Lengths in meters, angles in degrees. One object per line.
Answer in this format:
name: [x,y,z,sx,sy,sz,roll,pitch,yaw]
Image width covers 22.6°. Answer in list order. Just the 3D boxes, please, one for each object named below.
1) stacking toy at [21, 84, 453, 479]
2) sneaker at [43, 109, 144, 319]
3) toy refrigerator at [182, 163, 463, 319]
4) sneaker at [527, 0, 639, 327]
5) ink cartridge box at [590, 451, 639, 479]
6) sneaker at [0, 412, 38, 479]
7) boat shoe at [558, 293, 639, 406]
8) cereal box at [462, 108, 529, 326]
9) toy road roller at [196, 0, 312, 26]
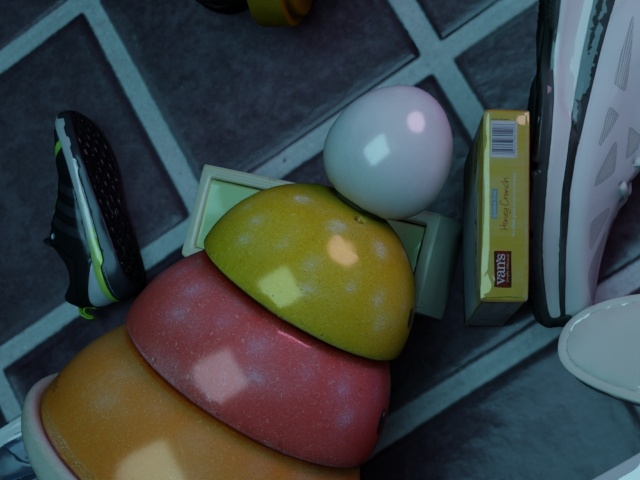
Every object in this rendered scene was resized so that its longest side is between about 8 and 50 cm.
stacking toy: [-0.026,0.071,1.480,0.351,0.351,0.480,37,105,23]
sneaker: [-0.273,-0.029,1.770,0.097,0.084,0.234,-21,75,19]
toy refrigerator: [0.000,0.000,1.648,0.270,0.094,0.102,13,87,23]
sneaker: [0.326,-0.125,1.495,0.258,0.169,0.447,6,102,3]
ink cartridge box: [0.340,0.325,1.447,0.201,0.117,0.278,-33,71,15]
sneaker: [-0.351,0.304,1.750,0.226,0.086,0.163,-33,69,13]
boat shoe: [0.380,0.120,1.468,0.319,0.099,0.116,1,62,21]
cereal box: [0.163,-0.014,1.507,0.047,0.240,0.173,1,82,2]
toy road roller: [-0.042,-0.388,1.674,0.241,0.202,0.329,2,88,10]
